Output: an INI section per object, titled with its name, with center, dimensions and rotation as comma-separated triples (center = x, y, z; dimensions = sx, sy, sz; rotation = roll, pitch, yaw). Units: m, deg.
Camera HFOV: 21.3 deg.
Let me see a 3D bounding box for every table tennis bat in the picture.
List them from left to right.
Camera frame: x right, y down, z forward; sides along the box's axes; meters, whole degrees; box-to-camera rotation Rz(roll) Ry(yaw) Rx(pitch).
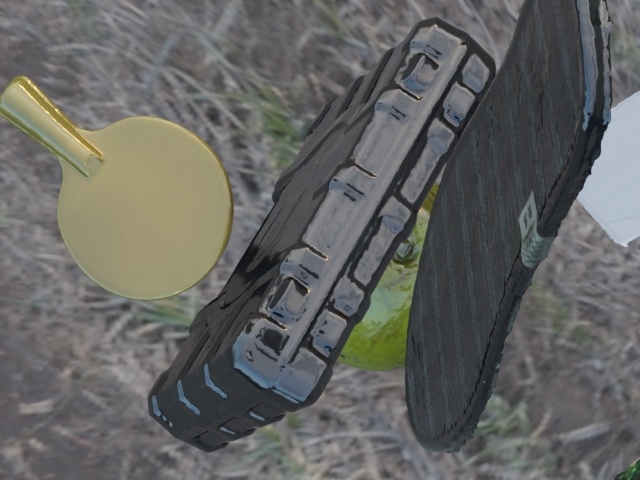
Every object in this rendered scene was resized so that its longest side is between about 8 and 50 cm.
[table tennis bat]
center = -0.237, -0.071, 1.891
dimensions = 0.321, 0.050, 0.198
rotation = 40, 97, 12

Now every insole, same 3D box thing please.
[insole]
center = 0.060, -0.002, 0.623
dimensions = 0.012, 0.309, 0.110
rotation = 0, 67, -7

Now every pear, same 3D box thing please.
[pear]
center = 0.058, 0.028, 1.708
dimensions = 0.212, 0.269, 0.212
rotation = 1, 84, -12

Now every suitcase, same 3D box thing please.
[suitcase]
center = 0.000, 0.000, 1.126
dimensions = 0.066, 0.206, 0.286
rotation = 35, 64, -10

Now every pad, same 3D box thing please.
[pad]
center = 0.304, -0.090, 1.350
dimensions = 0.232, 0.156, 0.004
rotation = -33, 45, 16

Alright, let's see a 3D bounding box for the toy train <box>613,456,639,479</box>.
[toy train]
center = 0.193, 0.106, 0.502
dimensions = 0.225, 0.090, 0.137
rotation = 38, 75, -10
